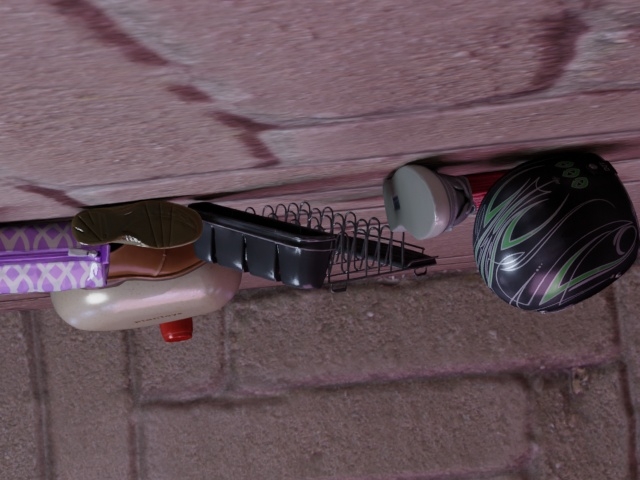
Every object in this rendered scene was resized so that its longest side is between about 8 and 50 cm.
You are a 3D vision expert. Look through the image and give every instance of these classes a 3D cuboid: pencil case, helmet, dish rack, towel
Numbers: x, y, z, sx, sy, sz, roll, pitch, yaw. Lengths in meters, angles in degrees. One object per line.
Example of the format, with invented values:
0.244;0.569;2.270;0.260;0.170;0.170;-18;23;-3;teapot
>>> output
-0.351;0.022;1.781;0.206;0.086;0.088;-5;-172;-8;pencil case
0.243;-0.006;1.584;0.161;0.169;0.169;-24;178;-9;helmet
0.000;0.000;1.735;0.208;0.074;0.271;16;-165;40;dish rack
0.230;-0.057;1.811;0.198;0.031;0.275;-6;176;22;towel

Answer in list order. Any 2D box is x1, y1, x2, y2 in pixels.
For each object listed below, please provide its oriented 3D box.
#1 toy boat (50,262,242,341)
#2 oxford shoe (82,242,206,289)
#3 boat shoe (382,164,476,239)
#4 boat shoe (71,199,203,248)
-0.237;0.051;2.082;0.267;0.148;0.318;-10;168;3;toy boat
-0.217;0.005;1.884;0.212;0.076;0.076;-14;139;-22;oxford shoe
0.124;-0.047;1.595;0.081;0.079;0.227;-11;-178;-8;boat shoe
-0.204;-0.018;1.682;0.153;0.056;0.048;-5;-175;12;boat shoe
